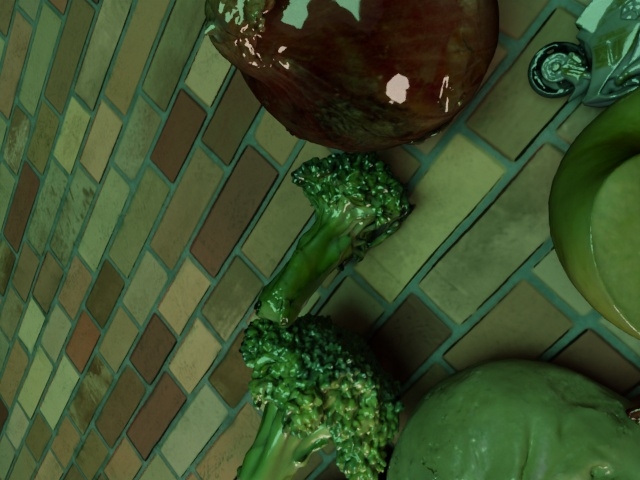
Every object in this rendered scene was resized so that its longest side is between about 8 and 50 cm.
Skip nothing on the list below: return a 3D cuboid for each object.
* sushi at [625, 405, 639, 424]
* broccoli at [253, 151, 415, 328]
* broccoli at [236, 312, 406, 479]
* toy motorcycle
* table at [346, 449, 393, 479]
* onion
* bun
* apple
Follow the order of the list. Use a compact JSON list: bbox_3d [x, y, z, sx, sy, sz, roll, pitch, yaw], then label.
[{"bbox_3d":[0.490,0.164,0.447,0.333,0.130,0.124,1,105,11],"label":"sushi"},{"bbox_3d":[0.001,-0.001,0.692,0.177,0.198,0.274,33,83,2],"label":"broccoli"},{"bbox_3d":[-0.001,0.228,0.688,0.235,0.259,0.288,-30,120,31],"label":"broccoli"},{"bbox_3d":[0.356,-0.219,0.518,0.225,0.073,0.152,-45,76,31],"label":"toy motorcycle"},{"bbox_3d":[0.106,0.402,0.749,0.133,0.133,0.043,48,119,16],"label":"table"},{"bbox_3d":[0.047,-0.274,0.577,0.354,0.354,0.353,6,102,31],"label":"onion"},{"bbox_3d":[0.250,0.316,0.591,0.362,0.235,0.325,-21,82,27],"label":"bun"},{"bbox_3d":[0.367,-0.028,0.420,0.254,0.292,0.292,37,120,-11],"label":"apple"}]
